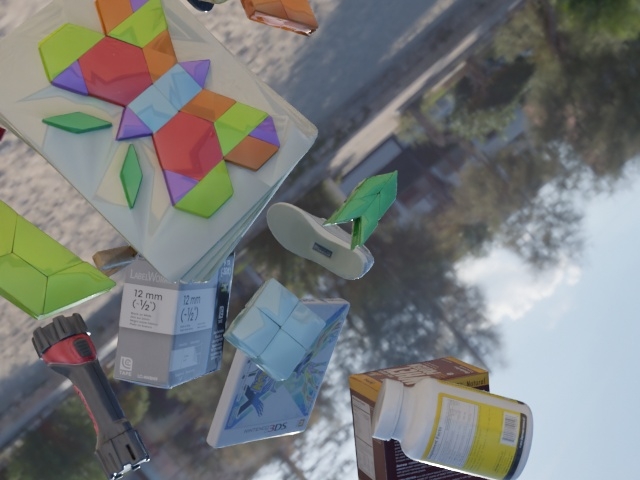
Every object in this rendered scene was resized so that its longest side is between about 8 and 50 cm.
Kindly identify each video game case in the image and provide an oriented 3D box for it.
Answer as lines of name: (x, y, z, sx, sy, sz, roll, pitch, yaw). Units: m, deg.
video game case: (-0.084, 0.279, 1.932, 0.300, 0.036, 0.328, 4, 108, -52)

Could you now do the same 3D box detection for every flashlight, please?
flashlight: (-0.416, 0.282, 1.618, 0.103, 0.304, 0.103, -28, 167, -5)

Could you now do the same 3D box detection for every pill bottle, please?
pill bottle: (0.160, 0.228, 1.107, 0.103, 0.184, 0.103, -165, -90, -89)

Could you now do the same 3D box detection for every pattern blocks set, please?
pattern blocks set: (-0.100, -0.079, 0.539, 0.026, 0.325, 0.285, -29, -148, 62)

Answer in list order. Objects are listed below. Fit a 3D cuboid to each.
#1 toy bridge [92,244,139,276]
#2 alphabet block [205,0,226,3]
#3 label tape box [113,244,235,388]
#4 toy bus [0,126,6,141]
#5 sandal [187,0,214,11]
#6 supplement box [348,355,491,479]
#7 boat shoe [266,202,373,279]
toy bridge: (-0.282, 0.023, 1.232, 0.188, 0.026, 0.063, -36, 167, 33)
alphabet block: (-0.097, -0.408, 1.044, 0.192, 0.197, 0.193, -29, -157, -6)
label tape box: (-0.247, 0.071, 1.605, 0.249, 0.115, 0.347, 3, 96, -76)
toy bus: (-0.731, -0.293, 1.845, 0.202, 0.104, 0.190, -28, 137, -53)
sandal: (-0.242, -0.455, 1.493, 0.040, 0.179, 0.067, 2, -124, 50)
supplement box: (0.163, 0.306, 1.439, 0.191, 0.194, 0.129, -7, -174, -19)
boat shoe: (0.001, -0.001, 1.716, 0.081, 0.228, 0.079, -19, 138, -63)
